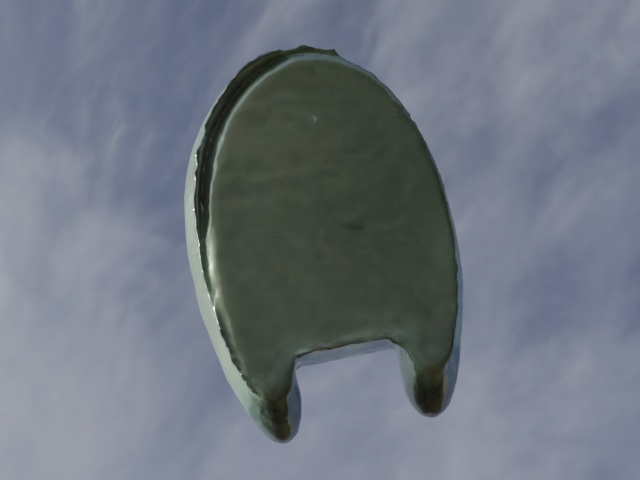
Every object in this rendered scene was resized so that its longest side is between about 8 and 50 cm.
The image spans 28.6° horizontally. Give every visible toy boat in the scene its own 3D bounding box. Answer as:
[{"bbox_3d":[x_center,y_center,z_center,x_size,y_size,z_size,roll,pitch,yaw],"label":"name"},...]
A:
[{"bbox_3d":[0.000,0.000,0.643,0.134,0.208,0.079,-12,-22,-3],"label":"toy boat"}]
